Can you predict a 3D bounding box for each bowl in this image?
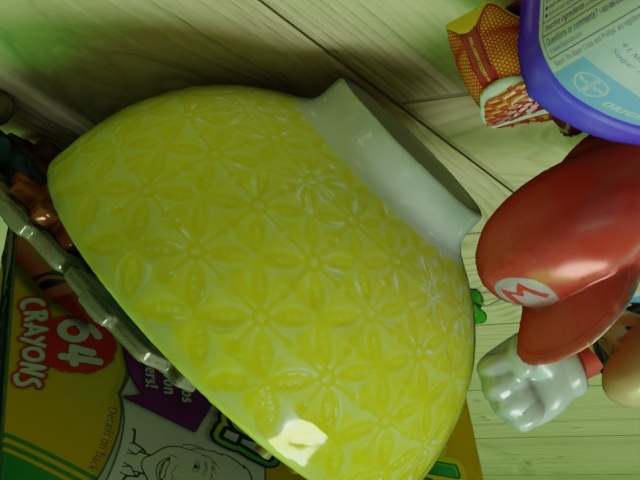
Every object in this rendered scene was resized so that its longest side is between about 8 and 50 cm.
[{"bbox_3d":[0.000,0.000,0.977,0.156,0.289,0.289,-45,147,10],"label":"bowl"}]

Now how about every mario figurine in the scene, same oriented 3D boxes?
[{"bbox_3d":[0.217,0.066,0.928,0.320,0.198,0.170,23,-163,-29],"label":"mario figurine"}]

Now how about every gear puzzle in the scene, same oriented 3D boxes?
[{"bbox_3d":[-0.105,0.026,1.019,0.339,0.044,0.175,44,-176,25],"label":"gear puzzle"}]

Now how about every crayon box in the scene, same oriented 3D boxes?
[{"bbox_3d":[-0.060,0.122,1.122,0.313,0.363,0.106,8,130,-14],"label":"crayon box"}]

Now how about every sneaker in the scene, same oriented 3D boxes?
[{"bbox_3d":[0.127,-0.094,0.876,0.064,0.067,0.175,-28,164,27],"label":"sneaker"}]

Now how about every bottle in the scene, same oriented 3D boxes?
[{"bbox_3d":[0.196,-0.119,0.694,0.118,0.092,0.283,14,161,-23],"label":"bottle"}]

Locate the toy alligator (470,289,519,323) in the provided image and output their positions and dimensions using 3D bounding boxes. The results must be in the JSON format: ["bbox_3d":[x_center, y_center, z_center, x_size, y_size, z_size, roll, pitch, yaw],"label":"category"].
[{"bbox_3d":[0.097,0.069,1.413,0.189,0.051,0.056,-3,162,25],"label":"toy alligator"}]
